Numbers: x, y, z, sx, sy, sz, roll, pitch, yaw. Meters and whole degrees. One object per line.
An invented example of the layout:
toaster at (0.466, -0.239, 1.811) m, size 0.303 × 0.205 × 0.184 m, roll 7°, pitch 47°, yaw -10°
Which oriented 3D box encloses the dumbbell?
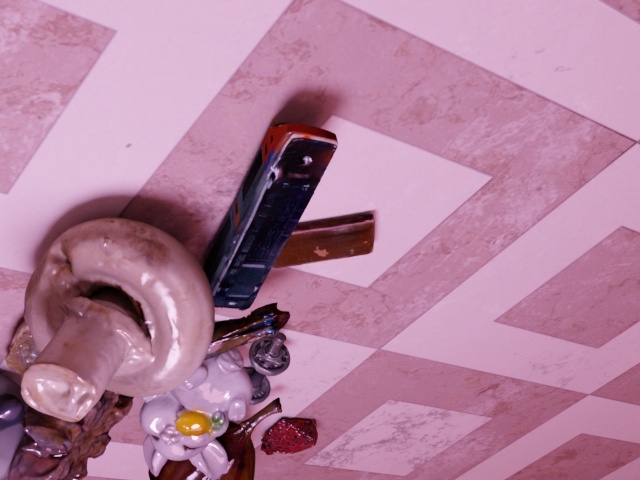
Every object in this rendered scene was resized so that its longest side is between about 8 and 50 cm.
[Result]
dumbbell at (-0.114, 0.248, 1.835) m, size 0.082 × 0.081 × 0.254 m, roll 4°, pitch 142°, yaw -23°

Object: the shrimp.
shrimp at (-0.177, 0.161, 1.630) m, size 0.291 × 0.054 × 0.222 m, roll -19°, pitch -179°, yaw 10°

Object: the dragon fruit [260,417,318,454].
dragon fruit at (-0.070, 0.432, 2.141) m, size 0.097 × 0.063 × 0.131 m, roll 38°, pitch 124°, yaw -6°

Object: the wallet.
wallet at (0.000, 0.000, 1.578) m, size 0.176 × 0.026 × 0.095 m, roll -10°, pitch 139°, yaw -5°

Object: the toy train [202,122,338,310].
toy train at (-0.086, -0.041, 1.440) m, size 0.086 × 0.089 × 0.409 m, roll 8°, pitch 139°, yaw -21°

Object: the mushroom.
mushroom at (-0.308, 0.120, 1.393) m, size 0.293 × 0.290 × 0.292 m, roll 5°, pitch 114°, yaw 12°

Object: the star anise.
star anise at (-0.427, 0.321, 1.629) m, size 0.108 × 0.315 × 0.315 m, roll 30°, pitch 142°, yaw 11°

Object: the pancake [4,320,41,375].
pancake at (-0.408, 0.189, 1.681) m, size 0.283 × 0.049 × 0.282 m, roll -10°, pitch 148°, yaw -7°

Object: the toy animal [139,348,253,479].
toy animal at (-0.234, 0.318, 1.798) m, size 0.209 × 0.154 × 0.325 m, roll 6°, pitch 132°, yaw -3°

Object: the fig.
fig at (-0.194, 0.419, 1.974) m, size 0.217 × 0.217 × 0.321 m, roll 25°, pitch 113°, yaw -41°

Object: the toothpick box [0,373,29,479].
toothpick box at (-0.641, 0.354, 1.690) m, size 0.316 × 0.229 × 0.229 m, roll -32°, pitch 141°, yaw 23°
